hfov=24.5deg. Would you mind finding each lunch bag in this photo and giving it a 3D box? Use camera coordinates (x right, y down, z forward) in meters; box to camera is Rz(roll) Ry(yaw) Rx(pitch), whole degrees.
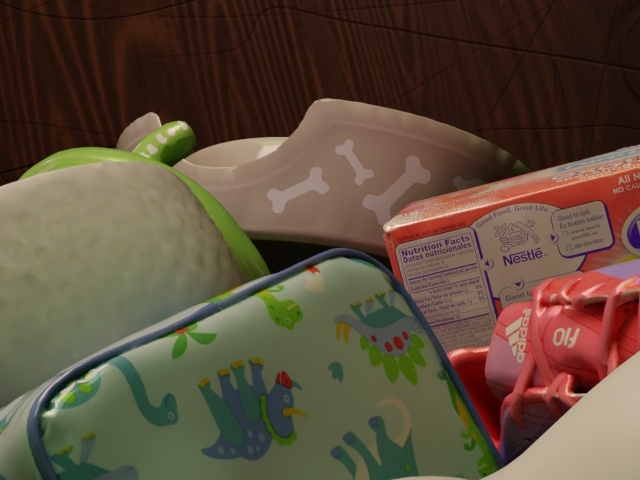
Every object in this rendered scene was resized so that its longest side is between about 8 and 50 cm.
[{"bbox_3d":[-0.021,0.110,0.552,0.090,0.176,0.219,-34,-6,39],"label":"lunch bag"}]

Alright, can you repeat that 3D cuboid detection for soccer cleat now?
[{"bbox_3d":[0.125,0.050,0.556,0.116,0.108,0.318,24,-19,-1],"label":"soccer cleat"}]

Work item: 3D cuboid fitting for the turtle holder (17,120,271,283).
[{"bbox_3d":[-0.187,0.074,1.014,0.320,0.243,0.227,1,32,38],"label":"turtle holder"}]

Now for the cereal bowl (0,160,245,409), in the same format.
[{"bbox_3d":[-0.164,0.121,0.693,0.339,0.141,0.339,-35,-13,-9],"label":"cereal bowl"}]

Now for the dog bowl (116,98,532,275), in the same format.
[{"bbox_3d":[0.000,0.000,1.179,0.349,0.102,0.349,7,-19,2],"label":"dog bowl"}]

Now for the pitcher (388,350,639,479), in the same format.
[{"bbox_3d":[0.117,0.082,0.371,0.178,0.125,0.207,3,-21,-44],"label":"pitcher"}]

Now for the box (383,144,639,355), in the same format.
[{"bbox_3d":[0.206,0.017,0.930,0.300,0.154,0.142,-15,6,12],"label":"box"}]
